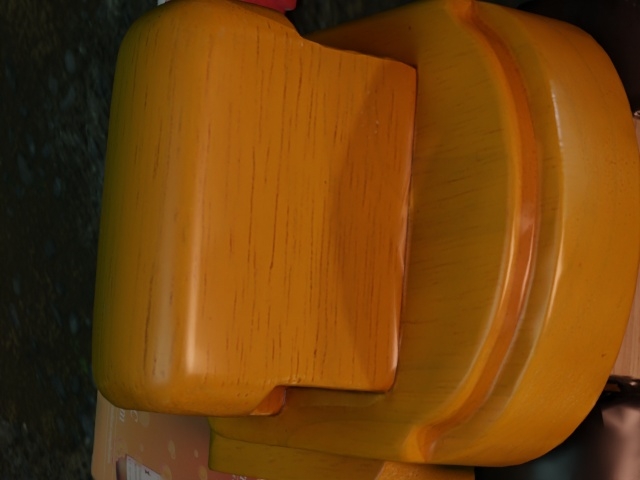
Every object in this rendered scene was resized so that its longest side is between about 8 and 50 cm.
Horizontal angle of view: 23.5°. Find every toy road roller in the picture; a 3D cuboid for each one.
[{"bbox_3d":[0.000,0.000,0.620,0.329,0.240,0.202,-5,79,57],"label":"toy road roller"}]

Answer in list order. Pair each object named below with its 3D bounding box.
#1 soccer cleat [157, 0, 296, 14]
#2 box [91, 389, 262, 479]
[{"bbox_3d":[-0.067,-0.082,0.855,0.095,0.083,0.248,14,115,42],"label":"soccer cleat"},{"bbox_3d":[-0.050,0.117,0.883,0.170,0.091,0.130,35,127,44],"label":"box"}]
